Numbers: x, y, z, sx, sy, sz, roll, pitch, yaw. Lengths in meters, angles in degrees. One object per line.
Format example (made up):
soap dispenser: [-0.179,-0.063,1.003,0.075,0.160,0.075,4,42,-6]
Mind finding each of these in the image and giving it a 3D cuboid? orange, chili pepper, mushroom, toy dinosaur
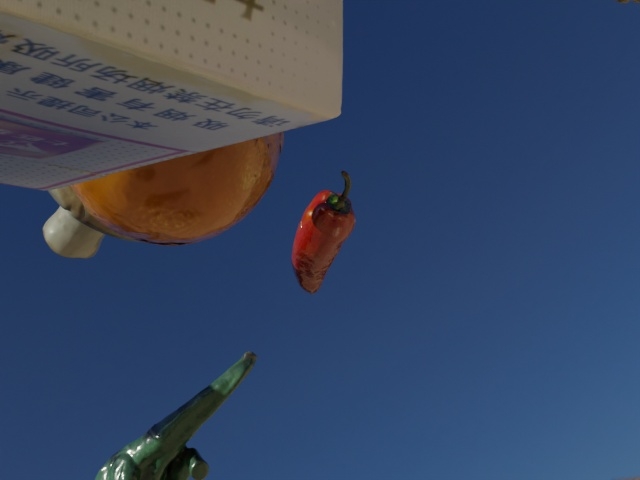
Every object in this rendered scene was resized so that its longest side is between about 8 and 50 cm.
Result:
orange: [-0.163,-0.116,0.879,0.246,0.246,0.246,-17,-38,-13]
chili pepper: [0.000,0.000,1.108,0.071,0.063,0.272,20,-40,-1]
mushroom: [-0.324,-0.068,1.186,0.243,0.243,0.243,-17,-38,-13]
toy dinosaur: [-0.152,0.228,0.714,0.079,0.120,0.292,26,-66,-40]

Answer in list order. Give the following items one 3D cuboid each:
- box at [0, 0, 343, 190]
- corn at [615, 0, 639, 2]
box: [-0.176,-0.106,0.481,0.330,0.095,0.210,-5,-10,43]
corn: [0.334,-0.262,0.642,0.101,0.101,0.291,-7,-3,-25]
